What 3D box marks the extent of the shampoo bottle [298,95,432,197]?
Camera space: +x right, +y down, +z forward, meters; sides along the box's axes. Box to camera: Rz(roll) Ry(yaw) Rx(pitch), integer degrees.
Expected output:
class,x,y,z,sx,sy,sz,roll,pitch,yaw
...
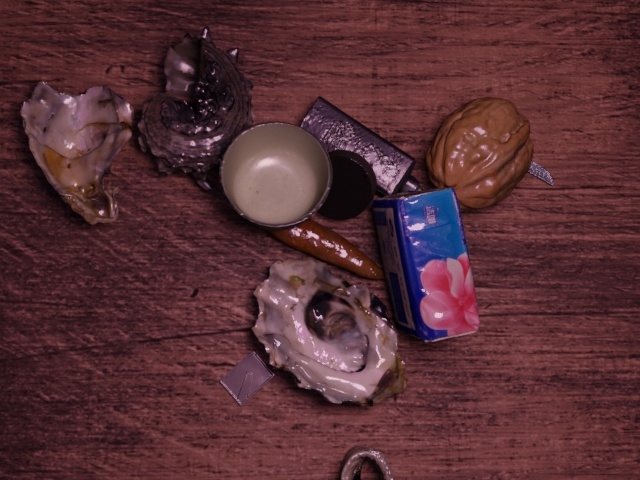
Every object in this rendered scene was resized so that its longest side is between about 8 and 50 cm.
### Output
class,x,y,z,sx,sy,sz,roll,pitch,yaw
shampoo bottle,0.099,-0.164,1.698,0.310,0.071,0.098,34,82,0

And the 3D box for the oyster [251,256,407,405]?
class,x,y,z,sx,sy,sz,roll,pitch,yaw
oyster,0.020,0.187,1.610,0.351,0.115,0.238,35,70,-2

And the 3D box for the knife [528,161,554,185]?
class,x,y,z,sx,sy,sz,roll,pitch,yaw
knife,0.393,-0.174,1.748,0.210,0.015,0.028,28,75,2

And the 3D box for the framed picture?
class,x,y,z,sx,sy,sz,roll,pitch,yaw
framed picture,-0.141,0.266,1.631,0.089,0.006,0.066,-42,85,-10

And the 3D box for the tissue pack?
class,x,y,z,sx,sy,sz,roll,pitch,yaw
tissue pack,0.198,0.038,1.576,0.137,0.209,0.269,-13,93,-13

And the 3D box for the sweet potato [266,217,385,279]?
class,x,y,z,sx,sy,sz,roll,pitch,yaw
sweet potato,0.000,0.000,1.663,0.315,0.066,0.072,22,96,-2

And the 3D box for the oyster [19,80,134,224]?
class,x,y,z,sx,sy,sz,roll,pitch,yaw
oyster,-0.465,-0.184,1.645,0.275,0.100,0.271,22,76,13

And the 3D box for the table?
class,x,y,z,sx,sy,sz,roll,pitch,yaw
table,0.041,-0.109,1.660,0.134,0.043,0.133,6,112,14

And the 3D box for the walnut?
class,x,y,z,sx,sy,sz,roll,pitch,yaw
walnut,0.312,-0.172,1.644,0.198,0.198,0.245,45,69,5

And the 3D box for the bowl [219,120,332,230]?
class,x,y,z,sx,sy,sz,roll,pitch,yaw
bowl,-0.083,-0.109,1.596,0.212,0.112,0.211,1,72,-2

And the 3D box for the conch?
class,x,y,z,sx,sy,sz,roll,pitch,yaw
conch,-0.246,-0.258,1.652,0.241,0.186,0.312,9,96,10

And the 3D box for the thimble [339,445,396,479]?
class,x,y,z,sx,sy,sz,roll,pitch,yaw
thimble,0.086,0.445,1.574,0.102,0.090,0.115,6,81,0
